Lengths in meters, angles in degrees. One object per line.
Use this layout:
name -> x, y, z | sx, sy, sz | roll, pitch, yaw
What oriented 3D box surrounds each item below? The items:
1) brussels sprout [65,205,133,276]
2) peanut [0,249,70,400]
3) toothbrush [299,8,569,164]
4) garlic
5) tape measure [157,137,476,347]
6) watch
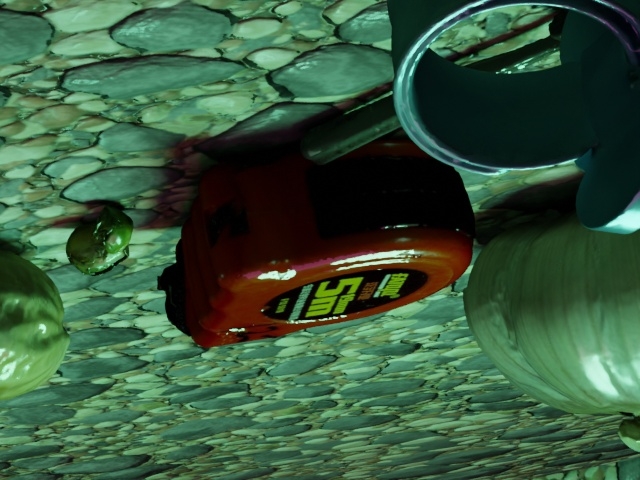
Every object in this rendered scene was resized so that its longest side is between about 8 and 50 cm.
brussels sprout -> -0.184, 0.000, 1.688 | 0.051, 0.046, 0.083 | -7, 165, -34
peanut -> -0.344, 0.067, 1.676 | 0.313, 0.149, 0.149 | 13, 154, -41
toothbrush -> 0.091, -0.114, 1.462 | 0.297, 0.030, 0.030 | -23, 151, 40
garlic -> 0.298, 0.063, 1.901 | 0.322, 0.241, 0.322 | -6, 143, -5
tape measure -> 0.000, 0.000, 1.671 | 0.260, 0.114, 0.253 | -9, 165, -12
watch -> 0.143, -0.128, 1.221 | 0.193, 0.211, 0.211 | 18, 155, -21
